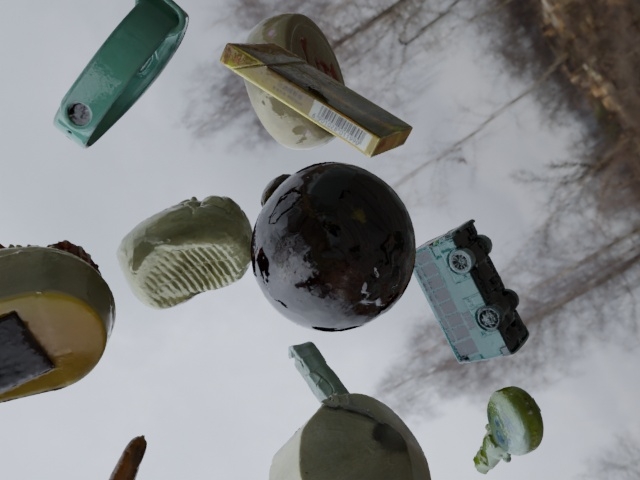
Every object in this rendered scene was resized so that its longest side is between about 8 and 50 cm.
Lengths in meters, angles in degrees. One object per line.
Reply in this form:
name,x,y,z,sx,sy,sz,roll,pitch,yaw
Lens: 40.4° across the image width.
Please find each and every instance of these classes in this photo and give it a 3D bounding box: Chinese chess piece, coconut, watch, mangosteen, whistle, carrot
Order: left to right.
carrot,-0.328,0.409,1.390,0.061,0.061,0.210,42,-119,-40
watch,-0.251,-0.223,1.111,0.068,0.237,0.195,41,-156,-9
Chinese chess piece,-0.046,-0.309,1.693,0.273,0.102,0.273,41,-140,-48
mangosteen,0.000,0.000,1.159,0.265,0.228,0.228,34,178,44
coconut,0.057,0.454,1.662,0.323,0.323,0.323,49,-160,-25
whistle,0.291,0.305,1.362,0.198,0.057,0.104,104,146,-47

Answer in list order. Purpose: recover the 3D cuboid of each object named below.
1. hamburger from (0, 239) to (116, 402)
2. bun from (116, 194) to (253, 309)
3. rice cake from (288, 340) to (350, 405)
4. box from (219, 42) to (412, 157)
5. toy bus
hamburger,-0.441,0.116,1.236,0.151,0.295,0.227,-121,22,-57
bun,-0.215,0.008,1.397,0.229,0.229,0.145,35,-148,-50
rice cake,0.024,0.342,1.970,0.066,0.063,0.336,-13,-143,-27
box,-0.002,-0.124,0.741,0.156,0.022,0.089,35,-158,15
toy bus,0.283,0.105,1.675,0.128,0.147,0.256,-27,-89,-55
